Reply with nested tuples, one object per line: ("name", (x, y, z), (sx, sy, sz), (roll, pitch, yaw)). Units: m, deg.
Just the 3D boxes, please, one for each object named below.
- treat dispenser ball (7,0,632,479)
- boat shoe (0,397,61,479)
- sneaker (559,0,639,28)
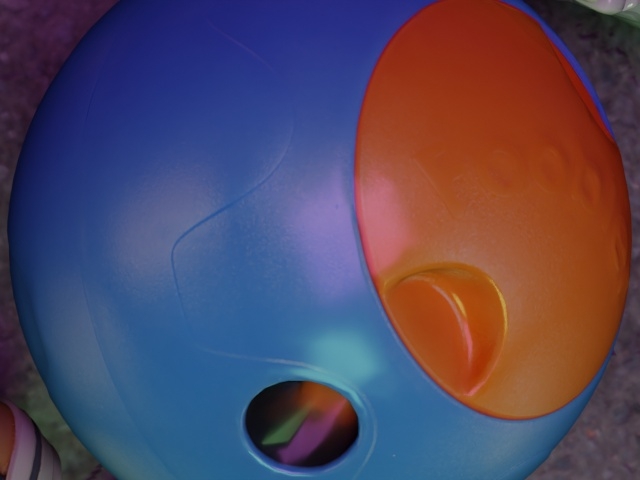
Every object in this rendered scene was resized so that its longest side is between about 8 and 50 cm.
("treat dispenser ball", (0.000, 0.000, 0.913), (0.288, 0.288, 0.288), (0, 89, -11))
("boat shoe", (-0.301, 0.271, 0.891), (0.156, 0.187, 0.500), (35, 76, -25))
("sneaker", (0.139, -0.159, 0.978), (0.118, 0.292, 0.110), (11, 93, 27))
